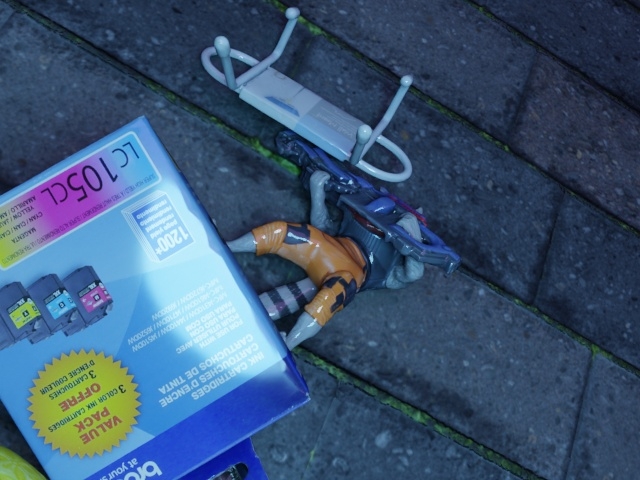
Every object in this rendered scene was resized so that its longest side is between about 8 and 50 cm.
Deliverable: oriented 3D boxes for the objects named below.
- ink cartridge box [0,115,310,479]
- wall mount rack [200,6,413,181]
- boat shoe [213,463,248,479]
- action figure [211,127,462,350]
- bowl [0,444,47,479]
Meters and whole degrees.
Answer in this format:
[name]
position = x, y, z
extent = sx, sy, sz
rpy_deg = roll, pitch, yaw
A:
[ink cartridge box]
position = -0.193, 0.109, 0.890
extent = 0.270, 0.151, 0.395
rpy_deg = -31, 97, -5
[wall mount rack]
position = -0.013, -0.202, 1.148
extent = 0.350, 0.130, 0.304
rpy_deg = 31, 32, 3
[boat shoe]
position = -0.084, 0.372, 0.962
extent = 0.109, 0.091, 0.304
rpy_deg = -14, 75, -29
[action figure]
position = 0.000, 0.000, 1.156
extent = 0.330, 0.178, 0.341
rpy_deg = -16, 47, -35
[bowl]
position = -0.342, 0.306, 0.815
extent = 0.289, 0.289, 0.156
rpy_deg = 52, 15, 3
